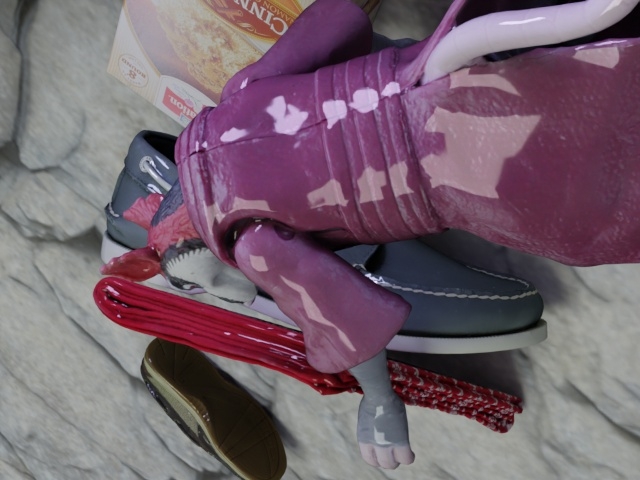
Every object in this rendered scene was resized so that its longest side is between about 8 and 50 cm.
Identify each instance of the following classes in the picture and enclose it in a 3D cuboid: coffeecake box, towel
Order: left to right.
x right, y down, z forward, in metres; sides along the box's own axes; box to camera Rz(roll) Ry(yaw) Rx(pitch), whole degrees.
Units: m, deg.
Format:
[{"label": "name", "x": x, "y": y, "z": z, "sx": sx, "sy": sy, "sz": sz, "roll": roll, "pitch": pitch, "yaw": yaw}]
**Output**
[{"label": "coffeecake box", "x": -0.046, "y": -0.142, "z": 1.104, "sx": 0.142, "sy": 0.068, "sz": 0.185, "roll": 35, "pitch": 143, "yaw": 9}, {"label": "towel", "x": -0.002, "y": 0.078, "z": 1.168, "sx": 0.199, "sy": 0.031, "sz": 0.275, "roll": 16, "pitch": 178, "yaw": 31}]

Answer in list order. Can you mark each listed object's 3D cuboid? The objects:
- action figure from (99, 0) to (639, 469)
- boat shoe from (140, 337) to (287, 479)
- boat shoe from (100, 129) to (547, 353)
[{"label": "action figure", "x": 0.044, "y": -0.041, "z": 0.903, "sx": 0.370, "sy": 0.248, "sz": 0.276, "roll": -18, "pitch": 157, "yaw": 14}, {"label": "boat shoe", "x": -0.088, "y": 0.142, "z": 1.434, "sx": 0.152, "sy": 0.056, "sz": 0.049, "roll": 50, "pitch": 148, "yaw": 7}, {"label": "boat shoe", "x": 0.000, "y": 0.000, "z": 1.164, "sx": 0.319, "sy": 0.116, "sz": 0.099, "roll": 14, "pitch": 103, "yaw": 22}]
